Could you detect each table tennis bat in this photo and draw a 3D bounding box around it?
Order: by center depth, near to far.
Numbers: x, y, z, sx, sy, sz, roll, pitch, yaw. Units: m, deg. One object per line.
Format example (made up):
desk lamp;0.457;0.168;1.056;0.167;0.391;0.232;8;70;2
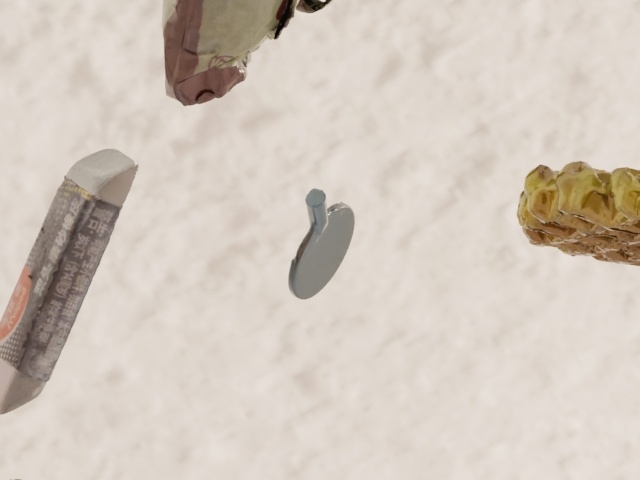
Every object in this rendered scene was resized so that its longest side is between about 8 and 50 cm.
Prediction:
table tennis bat;0.000;0.000;1.868;0.100;0.019;0.155;-50;158;-21

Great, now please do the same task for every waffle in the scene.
waffle;0.202;-0.009;1.118;0.191;0.038;0.191;7;169;1

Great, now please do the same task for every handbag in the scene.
handbag;-0.032;-0.220;1.206;0.213;0.127;0.235;-48;163;-39

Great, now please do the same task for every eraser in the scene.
eraser;-0.093;0.013;0.682;0.019;0.027;0.099;20;97;-35

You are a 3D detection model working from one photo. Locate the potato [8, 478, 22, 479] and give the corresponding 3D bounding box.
potato;-0.283;0.266;1.543;0.149;0.081;0.120;-21;151;-14
